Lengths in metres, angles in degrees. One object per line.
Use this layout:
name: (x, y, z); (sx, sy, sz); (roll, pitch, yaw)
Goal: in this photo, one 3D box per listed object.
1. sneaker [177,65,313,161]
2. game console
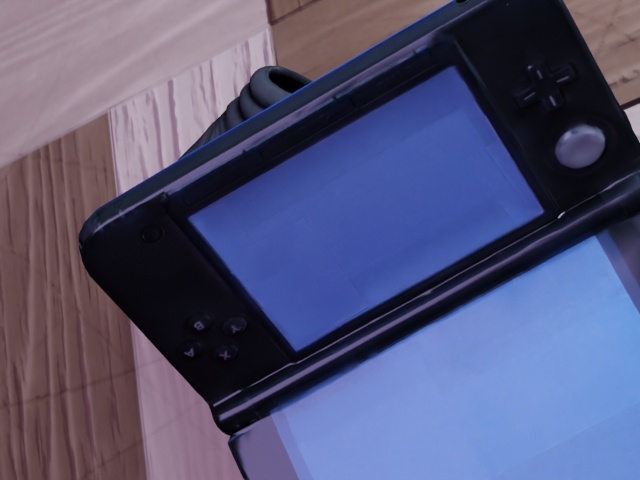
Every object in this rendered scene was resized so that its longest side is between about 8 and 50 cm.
sneaker: (0.000, 0.000, 1.124); (0.147, 0.104, 0.296); (-56, 46, 23)
game console: (0.059, 0.048, 0.956); (0.293, 0.250, 0.173); (-30, 41, 9)
